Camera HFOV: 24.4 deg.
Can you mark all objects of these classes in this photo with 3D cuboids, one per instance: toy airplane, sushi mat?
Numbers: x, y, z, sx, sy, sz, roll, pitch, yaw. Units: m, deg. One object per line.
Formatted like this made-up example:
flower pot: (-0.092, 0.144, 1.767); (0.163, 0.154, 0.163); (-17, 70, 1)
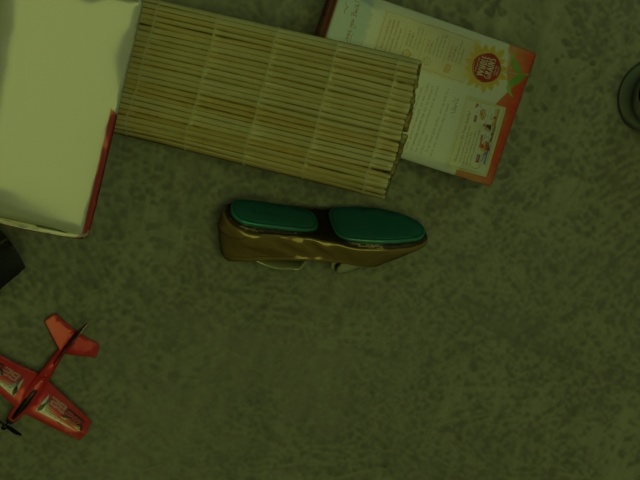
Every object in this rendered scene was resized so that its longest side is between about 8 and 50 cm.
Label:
toy airplane: (-0.300, 0.144, 1.604); (0.151, 0.028, 0.151); (-2, 100, -13)
sushi mat: (-0.061, -0.151, 1.560); (0.316, 0.019, 0.151); (14, 95, 6)

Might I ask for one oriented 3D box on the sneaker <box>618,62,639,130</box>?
sneaker: (0.516, -0.128, 1.674); (0.330, 0.146, 0.122); (7, 97, -14)

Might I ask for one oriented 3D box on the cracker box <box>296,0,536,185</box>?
cracker box: (0.099, -0.169, 1.616); (0.232, 0.067, 0.155); (17, 97, -14)

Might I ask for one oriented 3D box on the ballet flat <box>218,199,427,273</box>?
ballet flat: (0.000, 0.000, 1.632); (0.232, 0.080, 0.073); (7, 126, -10)

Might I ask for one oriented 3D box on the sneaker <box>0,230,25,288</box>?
sneaker: (-0.420, -0.010, 1.539); (0.222, 0.083, 0.118); (47, 69, -8)

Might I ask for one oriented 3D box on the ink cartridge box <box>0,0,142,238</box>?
ink cartridge box: (-0.261, -0.141, 1.422); (0.131, 0.306, 0.226); (11, 97, -13)
